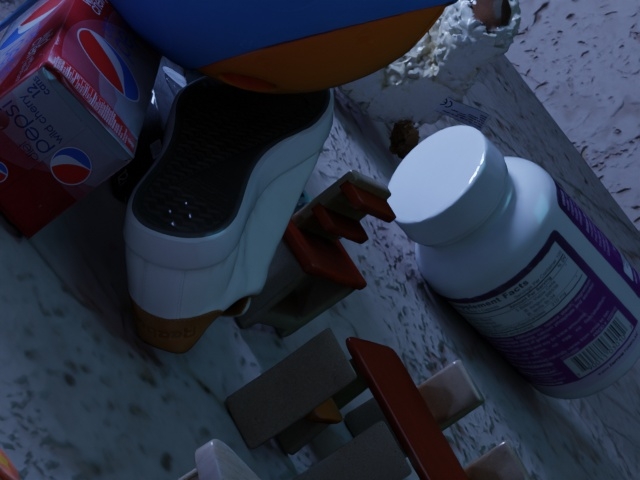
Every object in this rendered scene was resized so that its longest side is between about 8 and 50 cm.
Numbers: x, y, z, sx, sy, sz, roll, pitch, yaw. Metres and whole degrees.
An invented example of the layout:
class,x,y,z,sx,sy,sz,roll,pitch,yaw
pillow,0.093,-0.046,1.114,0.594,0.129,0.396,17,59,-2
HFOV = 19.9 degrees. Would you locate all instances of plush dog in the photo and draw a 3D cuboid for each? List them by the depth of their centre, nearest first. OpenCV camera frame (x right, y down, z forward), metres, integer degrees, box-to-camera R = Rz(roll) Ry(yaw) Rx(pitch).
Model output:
class,x,y,z,sx,sy,sz,roll,pitch,yaw
plush dog,0.089,-0.240,2.098,0.210,0.262,0.225,85,-2,-47

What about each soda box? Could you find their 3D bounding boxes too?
class,x,y,z,sx,sy,sz,roll,pitch,yaw
soda box,-0.170,-0.104,1.217,0.083,0.092,0.263,50,15,-17
soda box,-0.128,-0.085,1.373,0.060,0.053,0.169,41,20,-38

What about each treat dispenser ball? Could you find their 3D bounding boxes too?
class,x,y,z,sx,sy,sz,roll,pitch,yaw
treat dispenser ball,-0.025,-0.242,1.227,0.288,0.288,0.288,48,17,-19

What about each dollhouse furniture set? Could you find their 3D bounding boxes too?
class,x,y,z,sx,sy,sz,roll,pitch,yaw
dollhouse furniture set,0.044,0.094,1.336,0.259,0.135,0.262,60,17,21

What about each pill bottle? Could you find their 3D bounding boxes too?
class,x,y,z,sx,sy,sz,roll,pitch,yaw
pill bottle,0.204,0.020,1.896,0.301,0.169,0.169,44,18,-32

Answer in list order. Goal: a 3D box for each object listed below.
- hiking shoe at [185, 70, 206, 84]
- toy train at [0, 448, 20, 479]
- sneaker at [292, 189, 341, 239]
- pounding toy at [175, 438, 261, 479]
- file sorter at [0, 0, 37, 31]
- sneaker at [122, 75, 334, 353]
class,x,y,z,sx,sy,sz,roll,pitch,yaw
hiking shoe,-0.068,-0.109,1.560,0.304,0.113,0.132,6,84,-82
toy train,-0.176,0.082,0.895,0.166,0.046,0.125,58,17,18
sneaker,0.000,0.000,1.589,0.069,0.038,0.098,46,18,-24
pounding toy,0.024,0.198,1.021,0.269,0.155,0.154,44,22,-30
file sorter,-0.263,-0.209,1.153,0.170,0.104,0.118,40,20,-42
sneaker,-0.070,-0.026,1.270,0.106,0.123,0.290,16,33,12
